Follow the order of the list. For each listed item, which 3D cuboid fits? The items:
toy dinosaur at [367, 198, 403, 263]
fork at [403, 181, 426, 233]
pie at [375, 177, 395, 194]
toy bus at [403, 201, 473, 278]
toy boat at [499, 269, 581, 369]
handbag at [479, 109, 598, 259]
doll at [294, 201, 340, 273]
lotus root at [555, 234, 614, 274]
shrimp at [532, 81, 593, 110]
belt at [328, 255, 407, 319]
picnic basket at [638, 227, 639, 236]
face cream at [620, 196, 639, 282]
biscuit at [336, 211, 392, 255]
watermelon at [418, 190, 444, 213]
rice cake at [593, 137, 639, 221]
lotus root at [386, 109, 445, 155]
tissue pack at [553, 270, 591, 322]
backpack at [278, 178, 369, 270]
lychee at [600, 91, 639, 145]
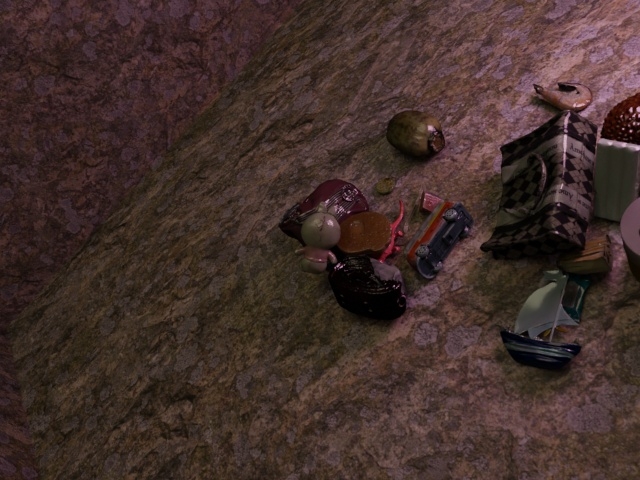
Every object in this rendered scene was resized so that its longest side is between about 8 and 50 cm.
[{"bbox_3d":[0.232,-0.012,1.944,0.139,0.070,0.286,-26,40,51],"label":"toy dinosaur"},{"bbox_3d":[0.346,-0.122,1.943,0.028,0.034,0.219,1,59,47],"label":"fork"},{"bbox_3d":[0.258,-0.214,2.090,0.085,0.017,0.085,-19,48,23],"label":"pie"},{"bbox_3d":[0.385,-0.005,1.772,0.265,0.121,0.120,-53,35,-7],"label":"toy bus"},{"bbox_3d":[0.617,0.202,1.459,0.220,0.067,0.291,2,64,45],"label":"toy boat"},{"bbox_3d":[0.645,-0.146,1.600,0.316,0.180,0.416,-25,45,59],"label":"handbag"},{"bbox_3d":[-0.003,0.008,1.842,0.113,0.155,0.275,-67,-7,-66],"label":"doll"},{"bbox_3d":[0.736,0.055,1.466,0.144,0.070,0.143,-20,14,46],"label":"lotus root"},{"bbox_3d":[0.843,-0.516,1.849,0.126,0.047,0.223,-41,48,-5],"label":"shrimp"},{"bbox_3d":[0.167,0.168,1.780,0.184,0.164,0.289,-37,35,-30],"label":"belt"},{"bbox_3d":[0.806,-0.041,1.207,0.079,0.115,0.164,25,76,47],"label":"picnic basket"},{"bbox_3d":[0.886,0.005,1.329,0.218,0.179,0.218,-20,49,25],"label":"face cream"},{"bbox_3d":[0.155,-0.018,1.871,0.208,0.049,0.181,-10,50,20],"label":"biscuit"},{"bbox_3d":[0.393,-0.136,1.893,0.092,0.072,0.084,-8,72,28],"label":"watermelon"},{"bbox_3d":[0.825,-0.163,1.478,0.043,0.237,0.127,-27,32,-32],"label":"rice cake"},{"bbox_3d":[0.354,-0.420,2.082,0.173,0.173,0.309,-50,36,-4],"label":"lotus root"},{"bbox_3d":[0.698,0.156,1.474,0.085,0.028,0.138,11,70,46],"label":"tissue pack"},{"bbox_3d":[0.037,-0.081,2.012,0.283,0.197,0.317,43,87,10],"label":"backpack"},{"bbox_3d":[0.925,-0.311,1.506,0.236,0.236,0.271,-6,45,34],"label":"lychee"}]
